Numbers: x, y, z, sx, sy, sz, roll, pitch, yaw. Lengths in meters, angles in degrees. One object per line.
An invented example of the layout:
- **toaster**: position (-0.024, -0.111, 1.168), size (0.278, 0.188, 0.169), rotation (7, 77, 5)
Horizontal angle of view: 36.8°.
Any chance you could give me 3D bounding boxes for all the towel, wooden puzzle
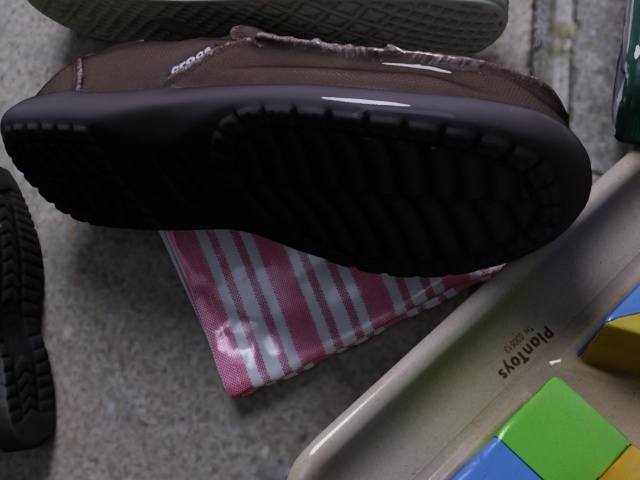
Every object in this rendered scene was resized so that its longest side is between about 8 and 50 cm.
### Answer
- **towel**: position (0.000, 0.000, 0.632), size (0.197, 0.029, 0.144), rotation (-27, 76, 7)
- **wooden puzzle**: position (0.209, 0.138, 0.465), size (0.322, 0.080, 0.348), rotation (-38, 74, -26)

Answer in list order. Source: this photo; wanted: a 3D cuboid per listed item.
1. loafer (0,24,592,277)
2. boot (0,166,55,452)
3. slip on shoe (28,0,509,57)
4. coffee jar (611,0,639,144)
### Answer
- **loafer**: position (-0.023, -0.078, 0.562), size (0.366, 0.133, 0.130), rotation (9, 54, 26)
- **boot**: position (-0.267, 0.053, 0.666), size (0.137, 0.077, 0.197), rotation (-11, 77, 16)
- **slip on shoe**: position (-0.040, -0.179, 0.632), size (0.331, 0.123, 0.101), rotation (11, 79, 19)
- **coffee jar**: position (0.267, -0.096, 0.556), size (0.184, 0.079, 0.096), rotation (8, 59, 15)
